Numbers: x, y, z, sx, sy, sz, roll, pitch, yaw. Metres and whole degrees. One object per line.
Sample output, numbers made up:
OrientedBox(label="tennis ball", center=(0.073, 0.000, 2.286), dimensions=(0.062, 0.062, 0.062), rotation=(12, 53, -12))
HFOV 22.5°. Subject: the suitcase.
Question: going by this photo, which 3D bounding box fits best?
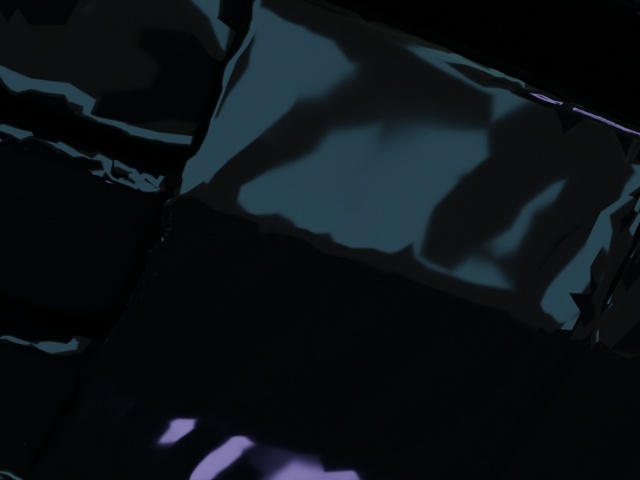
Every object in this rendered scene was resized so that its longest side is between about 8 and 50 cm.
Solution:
OrientedBox(label="suitcase", center=(0.000, 0.000, 0.682), dimensions=(0.434, 0.194, 0.283), rotation=(20, 119, -12))
